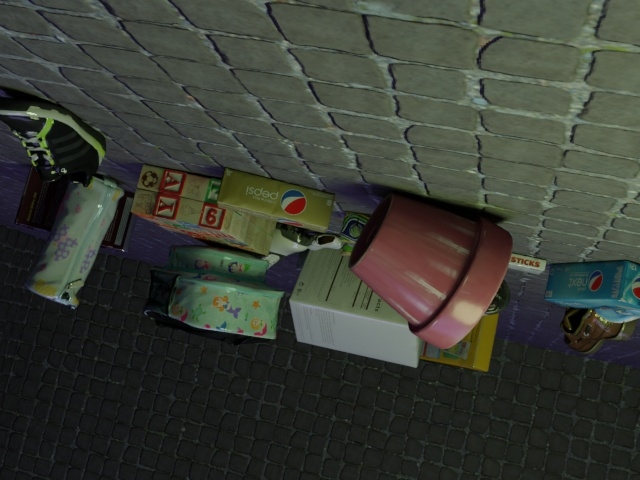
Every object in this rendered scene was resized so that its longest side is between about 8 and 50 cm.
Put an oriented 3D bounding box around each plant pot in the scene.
[{"bbox_3d":[0.148,0.029,1.227,0.180,0.201,0.201,30,170,-8],"label":"plant pot"}]

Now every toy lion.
[{"bbox_3d":[0.105,0.027,1.814,0.096,0.034,0.100,1,167,27],"label":"toy lion"}]

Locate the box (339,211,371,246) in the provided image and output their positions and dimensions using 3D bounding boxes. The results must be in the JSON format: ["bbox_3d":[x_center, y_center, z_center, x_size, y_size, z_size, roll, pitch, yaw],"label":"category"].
[{"bbox_3d":[0.122,-0.007,1.442,0.169,0.054,0.059,9,171,26],"label":"box"}]

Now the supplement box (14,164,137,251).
[{"bbox_3d":[-0.522,-0.065,1.825,0.239,0.130,0.073,17,172,-22],"label":"supplement box"}]

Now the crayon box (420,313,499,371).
[{"bbox_3d":[0.323,0.197,2.010,0.083,0.203,0.323,16,172,-22],"label":"crayon box"}]

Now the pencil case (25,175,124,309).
[{"bbox_3d":[-0.495,-0.003,1.707,0.113,0.273,0.124,24,170,-23],"label":"pencil case"}]

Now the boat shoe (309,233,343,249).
[{"bbox_3d":[0.000,0.000,1.776,0.100,0.035,0.035,4,160,40],"label":"boat shoe"}]

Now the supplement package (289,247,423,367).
[{"bbox_3d":[0.100,0.146,1.931,0.293,0.175,0.177,11,143,14],"label":"supplement package"}]

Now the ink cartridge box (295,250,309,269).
[{"bbox_3d":[0.007,0.067,2.174,0.171,0.056,0.235,18,169,-36],"label":"ink cartridge box"}]

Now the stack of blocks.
[{"bbox_3d":[-0.205,-0.048,1.569,0.171,0.087,0.297,11,172,14],"label":"stack of blocks"}]

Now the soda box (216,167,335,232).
[{"bbox_3d":[-0.072,-0.063,1.350,0.181,0.058,0.061,13,172,-4],"label":"soda box"}]

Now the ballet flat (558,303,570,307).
[{"bbox_3d":[0.520,0.116,1.734,0.041,0.041,0.114,14,173,-10],"label":"ballet flat"}]

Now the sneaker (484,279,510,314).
[{"bbox_3d":[0.259,0.074,1.689,0.281,0.106,0.162,21,-178,27],"label":"sneaker"}]

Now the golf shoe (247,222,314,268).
[{"bbox_3d":[-0.108,0.021,1.801,0.105,0.120,0.273,20,168,-32],"label":"golf shoe"}]

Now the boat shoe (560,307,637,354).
[{"bbox_3d":[0.576,0.172,1.828,0.104,0.111,0.307,17,163,1],"label":"boat shoe"}]

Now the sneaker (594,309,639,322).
[{"bbox_3d":[0.580,0.113,1.591,0.073,0.063,0.162,38,156,-28],"label":"sneaker"}]

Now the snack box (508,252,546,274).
[{"bbox_3d":[0.309,0.030,1.514,0.178,0.022,0.064,12,173,7],"label":"snack box"}]

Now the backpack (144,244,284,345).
[{"bbox_3d":[-0.195,0.110,1.648,0.225,0.191,0.253,14,180,-38],"label":"backpack"}]

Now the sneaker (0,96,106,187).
[{"bbox_3d":[-0.384,-0.133,1.222,0.084,0.097,0.234,10,172,21],"label":"sneaker"}]

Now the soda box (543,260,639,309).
[{"bbox_3d":[0.467,0.077,1.417,0.071,0.067,0.210,16,173,-17],"label":"soda box"}]
